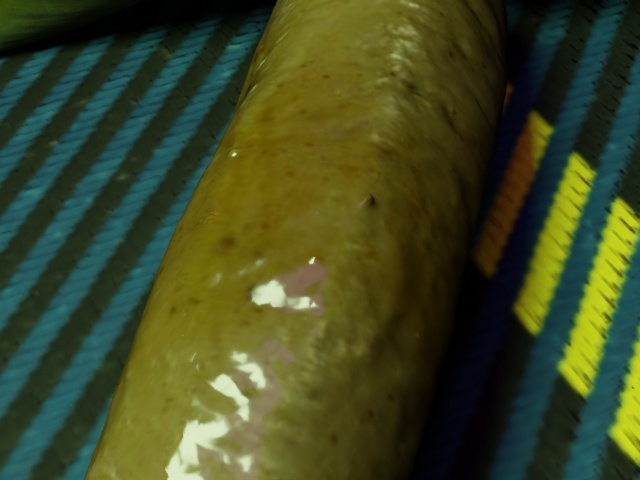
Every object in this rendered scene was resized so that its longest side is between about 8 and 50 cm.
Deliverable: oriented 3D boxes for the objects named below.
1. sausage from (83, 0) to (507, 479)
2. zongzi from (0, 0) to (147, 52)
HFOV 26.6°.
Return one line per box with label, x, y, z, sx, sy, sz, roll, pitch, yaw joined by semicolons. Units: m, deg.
sausage;0.001;-0.001;0.581;0.123;0.136;0.501;30;46;-14
zongzi;-0.088;-0.190;0.743;0.274;0.125;0.251;-41;15;-10
